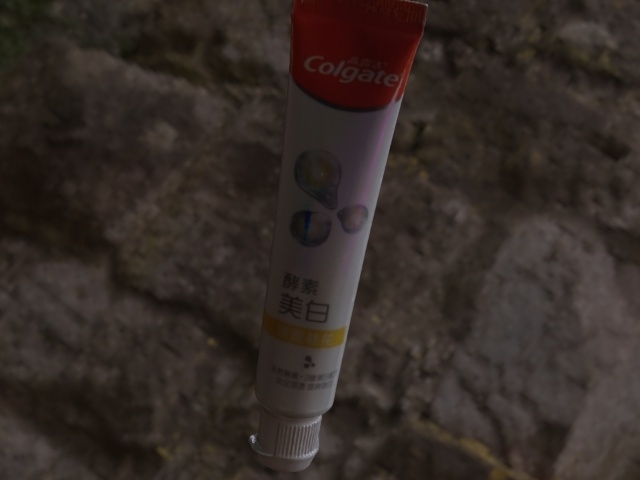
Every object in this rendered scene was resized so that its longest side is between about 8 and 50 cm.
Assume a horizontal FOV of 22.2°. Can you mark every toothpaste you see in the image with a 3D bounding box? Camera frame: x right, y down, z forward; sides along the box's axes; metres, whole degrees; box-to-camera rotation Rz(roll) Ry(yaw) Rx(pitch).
[{"bbox_3d":[0.000,0.000,0.608,0.048,0.031,0.190,11,-67,4],"label":"toothpaste"}]
